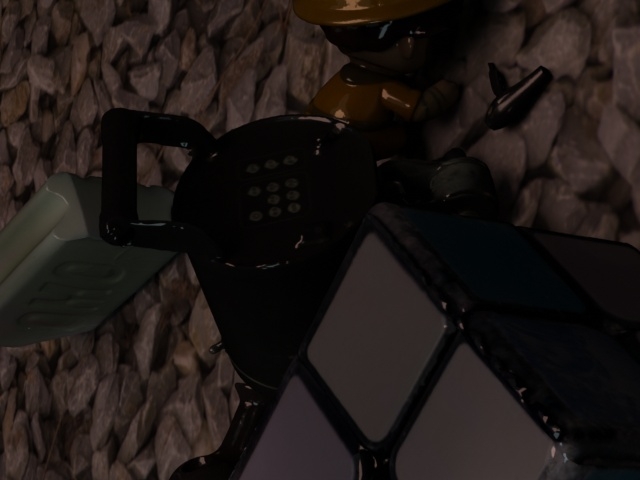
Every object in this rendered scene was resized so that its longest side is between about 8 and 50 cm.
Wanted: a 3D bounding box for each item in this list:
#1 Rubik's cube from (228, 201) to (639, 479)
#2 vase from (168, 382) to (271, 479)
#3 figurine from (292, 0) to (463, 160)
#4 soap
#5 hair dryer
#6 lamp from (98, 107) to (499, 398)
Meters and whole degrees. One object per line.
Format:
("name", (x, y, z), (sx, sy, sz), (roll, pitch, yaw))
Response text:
("Rubik's cube", (0.161, 0.190, 1.479), (0.316, 0.318, 0.313), (52, 124, 46))
("vase", (-0.093, 0.241, 2.001), (0.120, 0.120, 0.183), (2, 67, 54))
("figurine", (0.055, -0.206, 1.830), (0.192, 0.167, 0.257), (20, 102, 40))
("soap", (-0.314, 0.032, 2.273), (0.289, 0.173, 0.095), (-40, 53, 42))
("hair dryer", (0.181, -0.154, 1.769), (0.079, 0.031, 0.083), (-45, 41, 25))
("lamp", (-0.028, 0.027, 1.791), (0.205, 0.374, 0.272), (-97, 11, -46))
